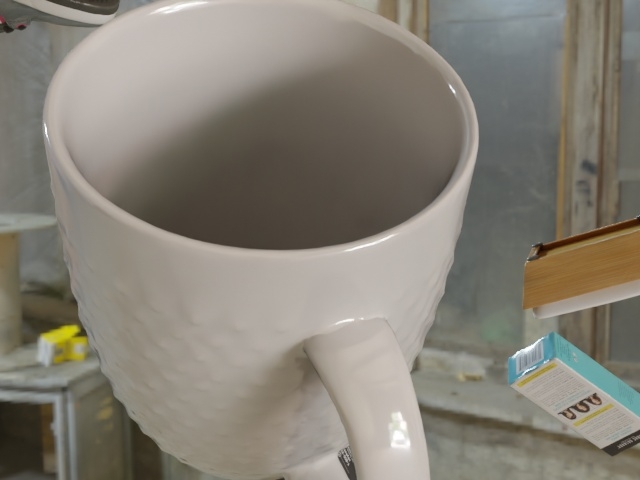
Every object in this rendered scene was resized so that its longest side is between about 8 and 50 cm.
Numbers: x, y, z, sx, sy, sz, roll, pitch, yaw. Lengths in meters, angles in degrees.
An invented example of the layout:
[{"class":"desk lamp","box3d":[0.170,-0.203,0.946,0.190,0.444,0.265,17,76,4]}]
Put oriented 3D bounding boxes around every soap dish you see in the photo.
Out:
[{"class":"soap dish","box3d":[0.526,0.044,1.739,0.291,0.118,0.229,-18,4,20]}]

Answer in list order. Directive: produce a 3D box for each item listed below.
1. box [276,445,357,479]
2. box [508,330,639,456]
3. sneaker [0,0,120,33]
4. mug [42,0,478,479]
[{"class":"box","box3d":[0.001,0.276,1.297,0.142,0.247,0.163,-25,2,34]},{"class":"box","box3d":[0.422,0.248,1.466,0.100,0.244,0.060,-40,24,36]},{"class":"sneaker","box3d":[-0.375,-0.237,0.968,0.295,0.178,0.124,14,43,-17]},{"class":"mug","box3d":[-0.027,0.057,0.665,0.276,0.328,0.374,-15,50,-20]}]
